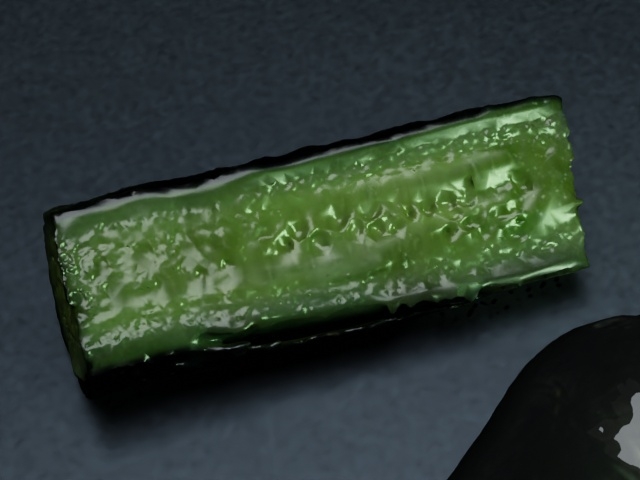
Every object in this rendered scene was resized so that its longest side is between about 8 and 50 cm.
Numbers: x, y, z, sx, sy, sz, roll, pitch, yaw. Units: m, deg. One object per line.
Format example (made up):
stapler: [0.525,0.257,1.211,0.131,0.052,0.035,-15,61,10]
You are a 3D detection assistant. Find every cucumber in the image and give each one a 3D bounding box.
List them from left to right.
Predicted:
cucumber: [0.000,0.002,0.730,0.211,0.062,0.078,-13,85,-12]

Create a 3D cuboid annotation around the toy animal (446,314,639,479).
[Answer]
toy animal: [0.041,0.153,0.575,0.343,0.106,0.168,-34,57,-15]
